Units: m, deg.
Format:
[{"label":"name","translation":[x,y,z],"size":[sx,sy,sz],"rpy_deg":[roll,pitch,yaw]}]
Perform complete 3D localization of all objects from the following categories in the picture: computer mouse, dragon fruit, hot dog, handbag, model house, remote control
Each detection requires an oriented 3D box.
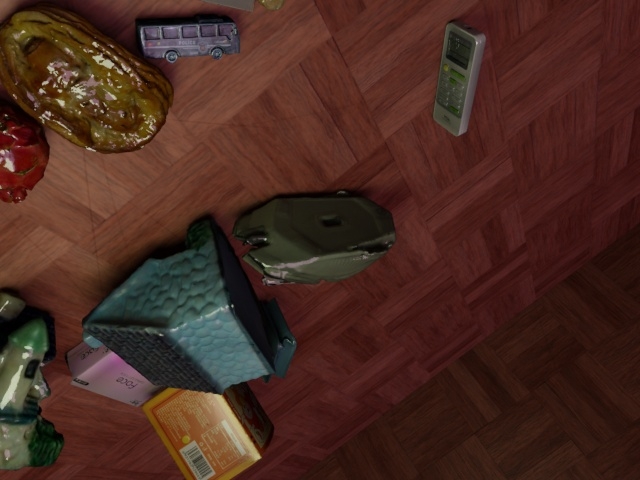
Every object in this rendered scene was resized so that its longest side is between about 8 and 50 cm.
[{"label":"computer mouse","translation":[-0.003,0.003,1.170],"size":[0.428,0.228,0.145],"rpy_deg":[-8,141,-31]},{"label":"dragon fruit","translation":[-0.487,-0.138,0.749],"size":[0.136,0.133,0.166],"rpy_deg":[15,131,6]},{"label":"hot dog","translation":[-0.353,-0.236,0.746],"size":[0.175,0.114,0.259],"rpy_deg":[-44,142,15]},{"label":"handbag","translation":[-0.147,0.291,1.409],"size":[0.062,0.179,0.229],"rpy_deg":[-11,143,-27]},{"label":"model house","translation":[-0.320,0.194,1.108],"size":[0.339,0.297,0.360],"rpy_deg":[-23,141,-3]},{"label":"model house","translation":[-0.612,0.249,0.924],"size":[0.243,0.298,0.284],"rpy_deg":[28,74,-51]},{"label":"remote control","translation":[0.316,-0.367,1.116],"size":[0.034,0.103,0.250],"rpy_deg":[-24,142,-18]}]

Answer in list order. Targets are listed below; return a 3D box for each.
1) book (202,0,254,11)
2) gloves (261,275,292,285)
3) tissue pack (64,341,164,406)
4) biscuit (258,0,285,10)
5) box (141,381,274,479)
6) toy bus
[{"label":"book","translation":[-0.174,-0.437,0.750],"size":[0.181,0.014,0.127],"rpy_deg":[-4,133,-33]},{"label":"gloves","translation":[-0.078,0.056,1.267],"size":[0.127,0.111,0.212],"rpy_deg":[-21,157,33]},{"label":"tissue pack","translation":[-0.499,0.321,1.239],"size":[0.148,0.092,0.246],"rpy_deg":[-37,141,0]},{"label":"biscuit","translation":[-0.031,-0.482,0.767],"size":[0.234,0.030,0.153],"rpy_deg":[-39,144,9]},{"label":"box","translation":[-0.293,0.487,1.341],"size":[0.213,0.284,0.259],"rpy_deg":[-33,176,1]},{"label":"toy bus","translation":[-0.216,-0.335,0.799],"size":[0.165,0.047,0.065],"rpy_deg":[-14,134,-24]}]
